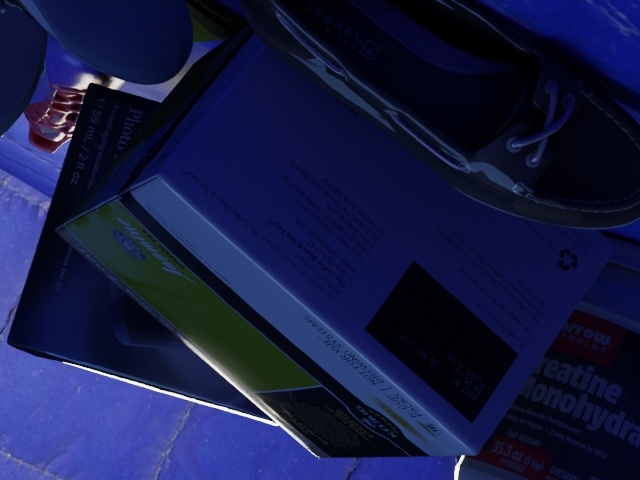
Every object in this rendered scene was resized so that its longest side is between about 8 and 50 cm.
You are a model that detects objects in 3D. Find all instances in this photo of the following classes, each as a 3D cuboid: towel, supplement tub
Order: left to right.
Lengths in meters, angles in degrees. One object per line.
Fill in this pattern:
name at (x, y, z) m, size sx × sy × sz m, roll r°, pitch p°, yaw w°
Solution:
towel at (-0.149, -0.211, 1.577) m, size 0.102 × 0.021 × 0.237 m, roll 32°, pitch 170°, yaw -23°
supplement tub at (0.260, 0.152, 1.586) m, size 0.191 × 0.272 × 0.191 m, roll 25°, pitch 170°, yaw 5°

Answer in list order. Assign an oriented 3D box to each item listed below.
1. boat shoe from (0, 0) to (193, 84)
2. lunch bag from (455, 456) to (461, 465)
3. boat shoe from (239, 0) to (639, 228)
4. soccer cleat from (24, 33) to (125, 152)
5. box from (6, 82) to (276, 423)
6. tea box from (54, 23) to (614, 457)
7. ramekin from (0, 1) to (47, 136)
boat shoe at (-0.240, -0.239, 1.398) m, size 0.306 × 0.113 × 0.105 m, roll 33°, pitch 177°, yaw -15°
lunch bag at (0.278, 0.302, 2.454) m, size 0.160 × 0.262 × 0.223 m, roll 26°, pitch 172°, yaw 11°
boat shoe at (0.089, -0.109, 1.161) m, size 0.335 × 0.112 × 0.095 m, roll 31°, pitch 176°, yaw 3°
soccer cleat at (-0.285, -0.169, 1.904) m, size 0.108 × 0.116 × 0.318 m, roll 29°, pitch 171°, yaw -8°
box at (-0.144, 0.018, 1.821) m, size 0.294 × 0.296 × 0.183 m, roll 16°, pitch 173°, yaw 3°
tea box at (0.000, 0.000, 1.398) m, size 0.329 × 0.220 × 0.323 m, roll 42°, pitch 159°, yaw -13°
ramekin at (-0.401, -0.196, 1.552) m, size 0.303 × 0.303 × 0.148 m, roll 32°, pitch 162°, yaw -28°
